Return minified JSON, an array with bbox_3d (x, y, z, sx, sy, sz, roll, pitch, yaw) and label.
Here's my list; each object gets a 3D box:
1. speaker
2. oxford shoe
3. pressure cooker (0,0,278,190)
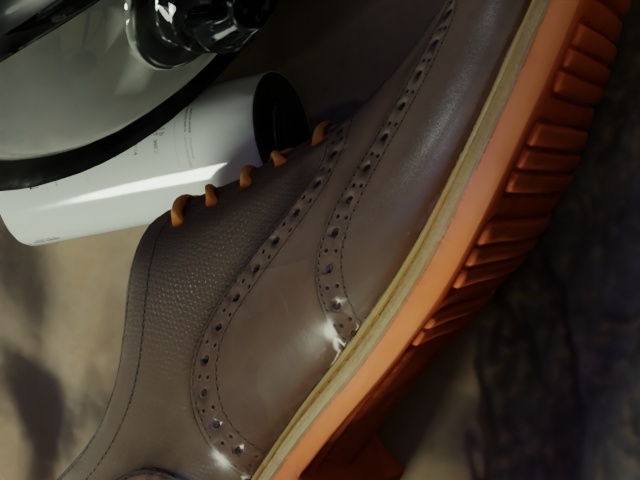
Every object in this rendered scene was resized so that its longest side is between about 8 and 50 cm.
[{"bbox_3d":[-0.073,-0.035,0.823,0.136,0.055,0.055,-11,75,26],"label":"speaker"},{"bbox_3d":[0.000,0.000,0.722,0.132,0.130,0.364,32,96,16],"label":"oxford shoe"},{"bbox_3d":[-0.170,-0.221,0.736,0.420,0.375,0.370,26,101,31],"label":"pressure cooker"}]
